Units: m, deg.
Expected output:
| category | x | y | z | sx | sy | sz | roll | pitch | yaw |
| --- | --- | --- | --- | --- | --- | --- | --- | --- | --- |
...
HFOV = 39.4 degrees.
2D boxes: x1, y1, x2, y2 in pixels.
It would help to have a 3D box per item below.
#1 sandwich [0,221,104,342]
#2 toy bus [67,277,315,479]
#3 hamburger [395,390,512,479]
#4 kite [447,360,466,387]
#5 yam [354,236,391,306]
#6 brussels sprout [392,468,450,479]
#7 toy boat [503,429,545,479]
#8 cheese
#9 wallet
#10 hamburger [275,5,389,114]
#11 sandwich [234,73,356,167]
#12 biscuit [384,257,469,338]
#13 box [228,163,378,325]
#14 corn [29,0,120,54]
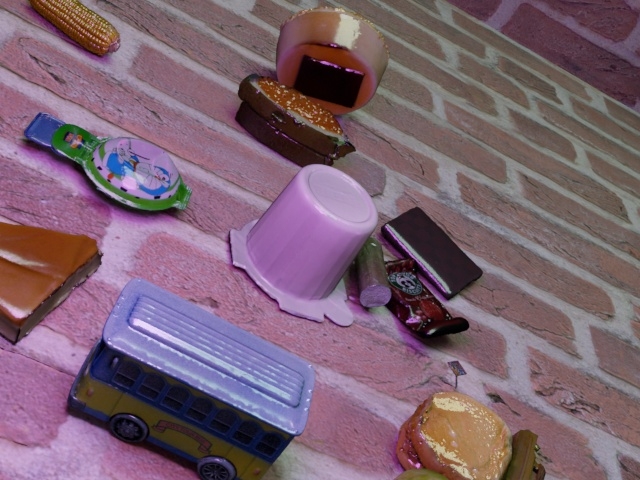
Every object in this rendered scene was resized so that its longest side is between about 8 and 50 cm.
| category | x | y | z | sx | sy | sz | roll | pitch | yaw |
| --- | --- | --- | --- | --- | --- | --- | --- | --- | --- |
| sandwich | -0.483 | 0.022 | 1.397 | 0.212 | 0.063 | 0.245 | 34 | 32 | 0 |
| toy bus | -0.185 | 0.213 | 1.304 | 0.312 | 0.190 | 0.152 | 28 | 35 | -10 |
| hamburger | 0.239 | 0.361 | 1.562 | 0.213 | 0.108 | 0.214 | 23 | 34 | -17 |
| kite | 0.280 | 0.270 | 1.806 | 0.044 | 0.002 | 0.078 | 16 | 36 | -26 |
| yam | 0.102 | 0.066 | 1.816 | 0.068 | 0.068 | 0.169 | 23 | 30 | -18 |
| brussels sprout | 0.153 | 0.431 | 1.391 | 0.183 | 0.131 | 0.146 | 24 | 57 | -15 |
| toy boat | 0.367 | 0.428 | 1.635 | 0.088 | 0.068 | 0.226 | 42 | 31 | 2 |
| cheese | -0.389 | -0.147 | 1.668 | 0.320 | 0.083 | 0.204 | 28 | 34 | -12 |
| wallet | 0.255 | 0.027 | 2.048 | 0.229 | 0.049 | 0.182 | 46 | 35 | 13 |
| hamburger | 0.023 | -0.453 | 2.227 | 0.301 | 0.302 | 0.170 | 23 | 54 | -17 |
| sandwich | -0.072 | -0.282 | 2.097 | 0.292 | 0.109 | 0.212 | 24 | 28 | -20 |
| biscuit | 0.197 | 0.123 | 1.859 | 0.151 | 0.063 | 0.235 | -1 | 40 | -42 |
| box | 0.000 | 0.000 | 1.713 | 0.291 | 0.206 | 0.262 | 46 | 34 | 16 |
| corn | -0.538 | -0.485 | 1.963 | 0.238 | 0.080 | 0.080 | 35 | 33 | 5 |
